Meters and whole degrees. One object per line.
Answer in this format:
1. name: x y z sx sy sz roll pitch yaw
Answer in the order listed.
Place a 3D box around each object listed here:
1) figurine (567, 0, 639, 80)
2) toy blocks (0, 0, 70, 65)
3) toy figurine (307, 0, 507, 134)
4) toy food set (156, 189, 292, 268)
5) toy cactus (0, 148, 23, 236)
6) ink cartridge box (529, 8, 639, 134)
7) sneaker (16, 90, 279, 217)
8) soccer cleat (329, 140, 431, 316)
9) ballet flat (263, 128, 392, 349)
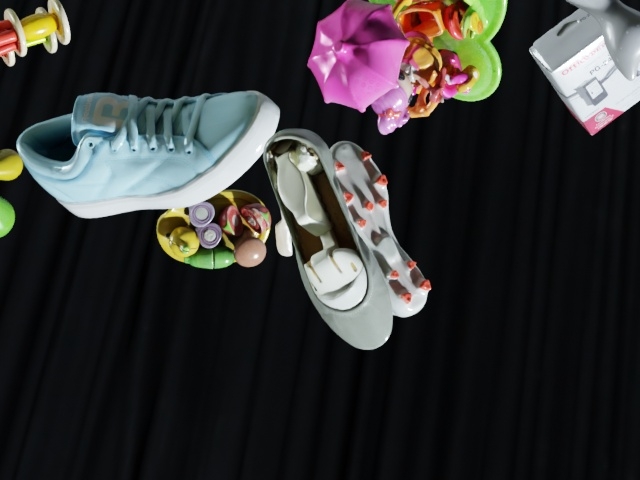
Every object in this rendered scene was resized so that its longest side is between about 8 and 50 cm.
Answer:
1. figurine: 0.349 -0.313 1.603 0.209 0.215 0.092 46 -175 0
2. toy blocks: -0.355 -0.213 1.554 0.148 0.054 0.123 -20 -174 -22
3. toy figurine: 0.058 -0.143 1.102 0.130 0.159 0.173 1 126 38
4. toy food set: -0.141 -0.008 2.227 0.218 0.071 0.128 -3 119 -13
5. toy cactus: -0.255 -0.082 0.890 0.112 0.180 0.219 -15 114 -7
6. ink cartridge box: 0.359 -0.227 1.898 0.109 0.063 0.150 -37 137 8
7. sneaker: -0.226 -0.121 1.757 0.366 0.135 0.150 -16 142 32
8. soccer cleat: 0.049 -0.008 1.511 0.068 0.196 0.076 -25 179 -29
9. ballet flat: 0.000 0.000 1.285 0.072 0.213 0.068 -23 172 18
